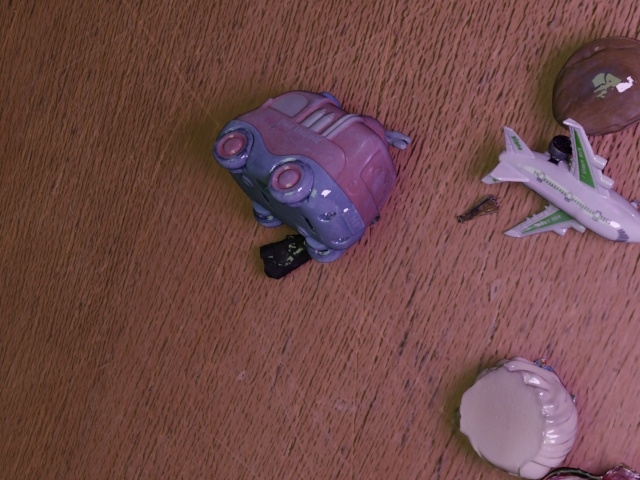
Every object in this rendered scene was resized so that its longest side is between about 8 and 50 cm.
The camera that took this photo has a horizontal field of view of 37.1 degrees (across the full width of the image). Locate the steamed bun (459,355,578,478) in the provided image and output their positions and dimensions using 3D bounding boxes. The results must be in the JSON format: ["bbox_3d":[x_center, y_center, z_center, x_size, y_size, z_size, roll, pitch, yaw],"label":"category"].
[{"bbox_3d":[0.301,0.258,1.416,0.182,0.106,0.183,-1,89,42],"label":"steamed bun"}]

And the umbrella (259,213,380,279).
[{"bbox_3d":[0.000,0.000,1.627,0.235,0.059,0.066,-23,99,25],"label":"umbrella"}]

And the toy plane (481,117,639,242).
[{"bbox_3d":[0.367,-0.075,1.388,0.255,0.101,0.251,28,143,11],"label":"toy plane"}]

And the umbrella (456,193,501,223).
[{"bbox_3d":[0.253,-0.049,1.508,0.083,0.020,0.031,-32,113,25],"label":"umbrella"}]

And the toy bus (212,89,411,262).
[{"bbox_3d":[-0.012,-0.129,1.548,0.294,0.197,0.232,32,74,38],"label":"toy bus"}]

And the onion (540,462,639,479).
[{"bbox_3d":[0.410,0.396,1.364,0.206,0.098,0.151,26,79,35],"label":"onion"}]

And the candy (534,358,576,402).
[{"bbox_3d":[0.356,0.214,1.441,0.030,0.020,0.083,-40,69,22],"label":"candy"}]

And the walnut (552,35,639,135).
[{"bbox_3d":[0.408,-0.219,1.357,0.162,0.140,0.140,-13,83,22],"label":"walnut"}]
